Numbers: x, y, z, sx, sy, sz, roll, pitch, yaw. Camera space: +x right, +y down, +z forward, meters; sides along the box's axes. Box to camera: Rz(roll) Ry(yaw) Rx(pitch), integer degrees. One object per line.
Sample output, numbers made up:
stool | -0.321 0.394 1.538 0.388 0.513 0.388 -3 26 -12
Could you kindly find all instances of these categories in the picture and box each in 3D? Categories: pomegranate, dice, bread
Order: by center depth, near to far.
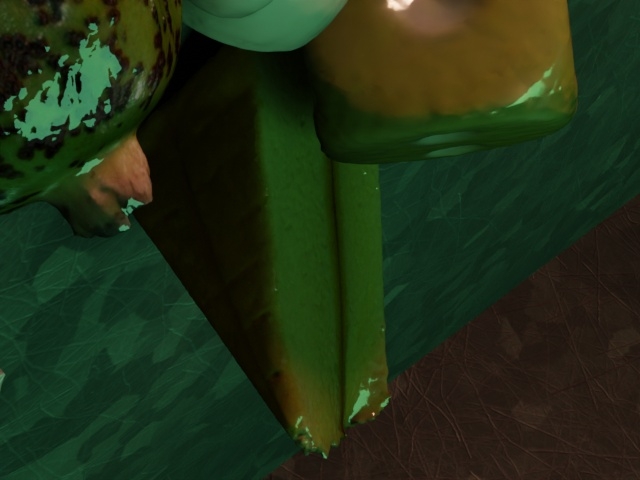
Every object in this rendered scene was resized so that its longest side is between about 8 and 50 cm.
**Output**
pomegranate | -0.200 -0.119 1.039 0.254 0.270 0.254 -31 -171 5
dice | 0.100 -0.201 1.480 0.226 0.238 0.233 -8 176 6
bread | 0.000 0.000 1.614 0.245 0.362 0.233 -38 168 28

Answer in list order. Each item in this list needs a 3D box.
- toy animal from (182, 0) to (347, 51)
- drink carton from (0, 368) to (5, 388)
toy animal | 0.012 -0.304 1.120 0.368 0.196 0.241 -53 -168 23
drink carton | -0.428 0.166 1.410 0.315 0.130 0.106 -32 161 -38
